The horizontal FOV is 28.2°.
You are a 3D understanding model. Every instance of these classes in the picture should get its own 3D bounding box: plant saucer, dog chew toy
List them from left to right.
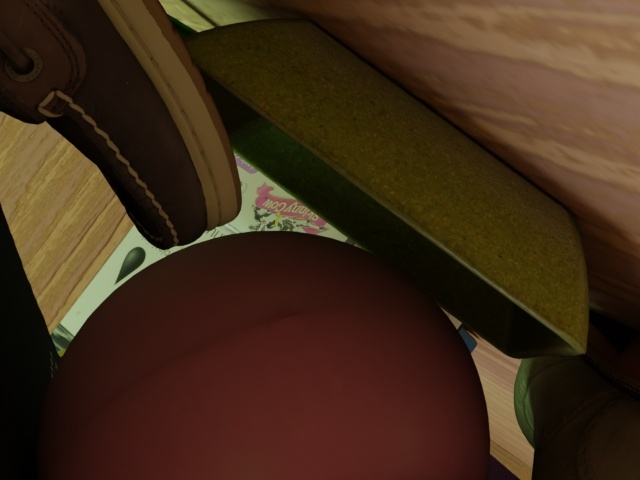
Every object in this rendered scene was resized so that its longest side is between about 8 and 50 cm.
[{"bbox_3d":[0.005,0.157,0.538,0.206,0.207,0.332,44,-163,-56],"label":"dog chew toy"},{"bbox_3d":[0.032,-0.024,0.546,0.188,0.045,0.188,36,176,4],"label":"plant saucer"}]

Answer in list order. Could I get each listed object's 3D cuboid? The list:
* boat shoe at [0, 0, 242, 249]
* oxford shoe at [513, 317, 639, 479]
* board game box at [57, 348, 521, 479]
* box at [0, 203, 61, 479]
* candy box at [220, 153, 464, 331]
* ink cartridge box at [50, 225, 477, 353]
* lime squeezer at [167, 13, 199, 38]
[{"bbox_3d":[-0.121,-0.092,0.412,0.103,0.092,0.285,38,164,46],"label":"boat shoe"},{"bbox_3d":[0.134,0.115,0.621,0.123,0.130,0.348,36,176,3],"label":"oxford shoe"},{"bbox_3d":[-0.028,0.139,0.797,0.347,0.208,0.056,36,132,51],"label":"board game box"},{"bbox_3d":[-0.219,0.083,0.497,0.343,0.179,0.312,-104,3,-50],"label":"box"},{"bbox_3d":[0.000,0.000,0.881,0.165,0.070,0.196,35,176,32],"label":"candy box"},{"bbox_3d":[-0.101,0.153,1.143,0.285,0.395,0.166,34,175,35],"label":"ink cartridge box"},{"bbox_3d":[-0.173,-0.182,0.584,0.110,0.059,0.310,-7,144,38],"label":"lime squeezer"}]
